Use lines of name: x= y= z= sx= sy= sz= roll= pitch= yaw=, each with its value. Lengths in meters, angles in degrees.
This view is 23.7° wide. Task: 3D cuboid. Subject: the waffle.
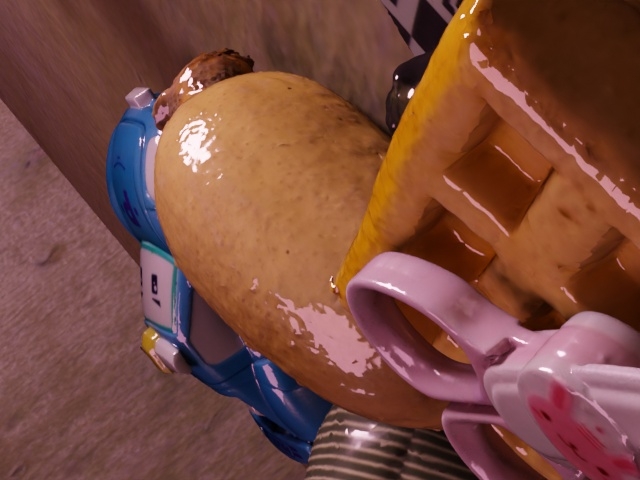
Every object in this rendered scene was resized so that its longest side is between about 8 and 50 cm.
waffle: x=0.115 y=0.041 z=0.503 sx=0.248 sy=0.055 sz=0.221 roll=44 pitch=160 yaw=9

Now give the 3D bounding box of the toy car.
toy car: x=-0.070 y=0.030 z=1.157 sx=0.314 sy=0.166 sz=0.198 roll=55 pitch=166 yaw=-19

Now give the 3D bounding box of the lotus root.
lotus root: x=-0.001 y=0.003 z=0.815 sx=0.303 sy=0.131 sz=0.146 roll=44 pitch=167 yaw=36

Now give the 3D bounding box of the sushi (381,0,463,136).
sushi: x=0.079 y=-0.027 z=0.597 sx=0.231 sy=0.047 sz=0.219 roll=55 pitch=169 yaw=-24

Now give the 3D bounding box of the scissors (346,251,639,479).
scissors: x=0.083 y=0.047 z=0.454 sx=0.118 sy=0.030 sz=0.242 roll=51 pitch=163 yaw=-9

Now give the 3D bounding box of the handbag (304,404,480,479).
handbag: x=0.076 y=0.258 z=0.995 sx=0.247 sy=0.240 sz=0.341 roll=23 pitch=163 yaw=8
